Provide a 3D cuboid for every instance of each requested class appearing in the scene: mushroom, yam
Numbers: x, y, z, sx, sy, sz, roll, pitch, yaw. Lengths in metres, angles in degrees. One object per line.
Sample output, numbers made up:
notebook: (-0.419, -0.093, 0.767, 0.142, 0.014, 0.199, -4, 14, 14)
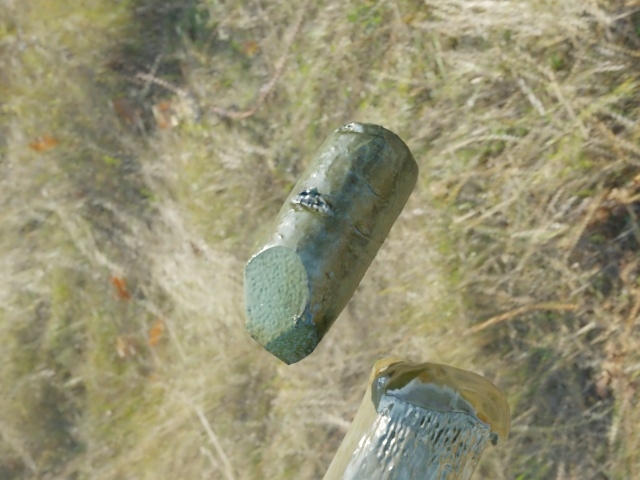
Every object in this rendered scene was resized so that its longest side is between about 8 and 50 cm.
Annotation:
mushroom: (0.009, 0.231, 0.721, 0.351, 0.095, 0.123, -62, 24, 5)
yam: (0.000, 0.000, 0.701, 0.069, 0.146, 0.070, 31, 165, 9)
